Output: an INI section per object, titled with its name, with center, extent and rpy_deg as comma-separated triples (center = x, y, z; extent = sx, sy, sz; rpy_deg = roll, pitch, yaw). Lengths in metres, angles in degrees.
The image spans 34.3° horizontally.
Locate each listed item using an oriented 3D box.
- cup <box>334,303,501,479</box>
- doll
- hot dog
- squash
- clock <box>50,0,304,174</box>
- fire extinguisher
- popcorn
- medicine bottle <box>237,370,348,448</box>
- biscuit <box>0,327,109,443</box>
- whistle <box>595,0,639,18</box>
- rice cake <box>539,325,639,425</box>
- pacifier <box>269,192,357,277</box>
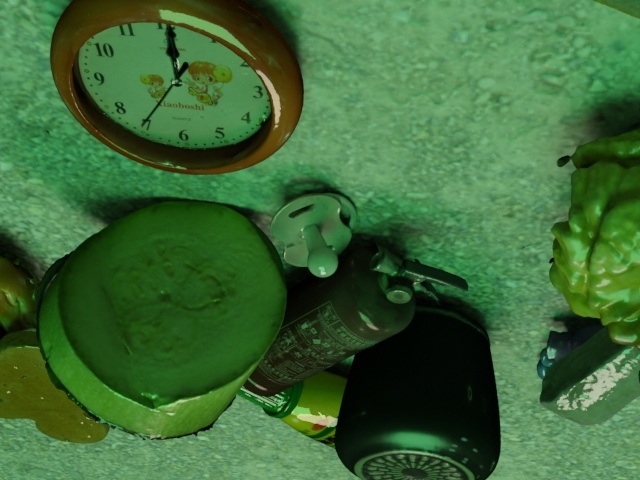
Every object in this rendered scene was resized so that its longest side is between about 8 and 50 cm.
[cup]
center = 0.097, 0.180, 1.108
extent = 0.169, 0.176, 0.223
rpy_deg = 11, 147, -8
[doll]
center = 0.288, 0.135, 1.111
extent = 0.110, 0.067, 0.206
rpy_deg = 16, 154, 4
[hot dog]
center = -0.347, 0.081, 1.140
extent = 0.109, 0.072, 0.269
rpy_deg = 3, 145, 2
[squash]
center = -0.151, 0.071, 0.967
extent = 0.220, 0.220, 0.133
rpy_deg = 20, 143, -17
[clock]
center = -0.114, -0.128, 0.831
extent = 0.205, 0.051, 0.205
rpy_deg = 6, 144, 4
[fire extinguisher]
center = 0.019, 0.075, 1.045
extent = 0.105, 0.104, 0.269
rpy_deg = 30, 138, -27
[popcorn]
center = 0.259, 0.006, 0.855
extent = 0.168, 0.173, 0.195
rpy_deg = -22, 154, -36
[medicine bottle]
center = -0.021, 0.183, 1.218
extent = 0.309, 0.076, 0.111
rpy_deg = 30, 137, -26
[biscuit]
center = -0.315, 0.167, 1.170
extent = 0.158, 0.035, 0.240
rpy_deg = -6, 145, 15
[whistle]
center = 0.176, -0.190, 0.686
extent = 0.326, 0.068, 0.057
rpy_deg = 19, 129, -13
[rice cake]
center = 0.353, 0.050, 0.927
extent = 0.070, 0.064, 0.399
rpy_deg = 32, 127, -18
[pacifier]
center = 0.000, 0.000, 0.966
extent = 0.082, 0.078, 0.099
rpy_deg = -21, 138, 3
